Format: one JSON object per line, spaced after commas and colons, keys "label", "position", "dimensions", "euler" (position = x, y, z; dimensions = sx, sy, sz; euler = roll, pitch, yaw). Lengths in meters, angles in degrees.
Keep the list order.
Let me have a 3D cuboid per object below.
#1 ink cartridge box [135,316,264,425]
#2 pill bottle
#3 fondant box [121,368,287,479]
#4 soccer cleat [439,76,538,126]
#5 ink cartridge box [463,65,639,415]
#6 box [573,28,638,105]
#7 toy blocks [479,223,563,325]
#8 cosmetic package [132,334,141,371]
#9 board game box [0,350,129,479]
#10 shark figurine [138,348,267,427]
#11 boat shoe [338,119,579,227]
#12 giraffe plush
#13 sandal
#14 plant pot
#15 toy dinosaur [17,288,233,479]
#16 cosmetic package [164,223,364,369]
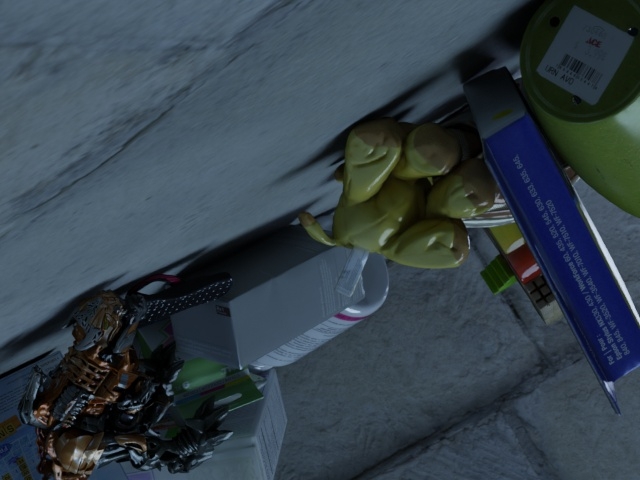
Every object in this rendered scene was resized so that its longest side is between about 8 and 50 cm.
{"label": "ink cartridge box", "position": [-0.163, 0.154, 1.709], "dimensions": [0.109, 0.062, 0.209], "euler": [-18, -153, -16]}
{"label": "pill bottle", "position": [-0.045, 0.092, 1.941], "dimensions": [0.283, 0.160, 0.160], "euler": [-36, 173, 41]}
{"label": "fondant box", "position": [-0.185, 0.295, 1.913], "dimensions": [0.238, 0.096, 0.330], "euler": [-11, -172, 5]}
{"label": "soccer cleat", "position": [0.224, -0.159, 1.683], "dimensions": [0.196, 0.068, 0.076], "euler": [-25, -179, 8]}
{"label": "ink cartridge box", "position": [0.253, -0.015, 1.370], "dimensions": [0.072, 0.303, 0.307], "euler": [-27, -163, 9]}
{"label": "box", "position": [0.385, -0.216, 1.556], "dimensions": [0.207, 0.153, 0.108], "euler": [-33, 175, 32]}
{"label": "toy blocks", "position": [0.330, -0.026, 2.161], "dimensions": [0.191, 0.381, 0.261], "euler": [-33, 160, 4]}
{"label": "cosmetic package", "position": [-0.255, 0.184, 2.030], "dimensions": [0.117, 0.085, 0.231], "euler": [-33, 176, 29]}
{"label": "board game box", "position": [-0.366, 0.334, 1.509], "dimensions": [0.319, 0.318, 0.066], "euler": [-26, 176, -42]}
{"label": "shark figurine", "position": [-0.206, 0.199, 1.830], "dimensions": [0.166, 0.116, 0.278], "euler": [-21, -153, -24]}
{"label": "boat shoe", "position": [0.181, -0.085, 1.571], "dimensions": [0.325, 0.123, 0.116], "euler": [-18, 150, -11]}
{"label": "giraffe plush", "position": [0.086, -0.057, 1.412], "dimensions": [0.210, 0.181, 0.170], "euler": [-48, -170, 26]}
{"label": "sandal", "position": [-0.183, 0.062, 1.495], "dimensions": [0.179, 0.040, 0.067], "euler": [-17, 158, -38]}
{"label": "plant pot", "position": [0.325, -0.161, 1.318], "dimensions": [0.275, 0.274, 0.294], "euler": [-34, 159, 26]}
{"label": "toy dinosaur", "position": [-0.243, 0.193, 1.443], "dimensions": [0.218, 0.164, 0.322], "euler": [-2, 143, -38]}
{"label": "cosmetic package", "position": [-0.069, 0.067, 1.672], "dimensions": [0.127, 0.107, 0.238], "euler": [12, -149, 44]}
